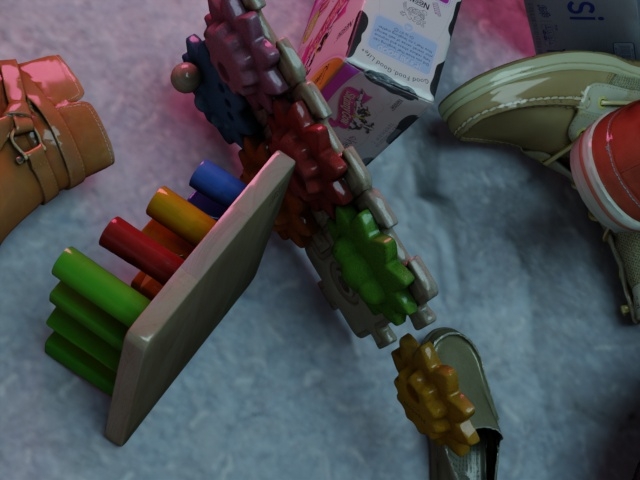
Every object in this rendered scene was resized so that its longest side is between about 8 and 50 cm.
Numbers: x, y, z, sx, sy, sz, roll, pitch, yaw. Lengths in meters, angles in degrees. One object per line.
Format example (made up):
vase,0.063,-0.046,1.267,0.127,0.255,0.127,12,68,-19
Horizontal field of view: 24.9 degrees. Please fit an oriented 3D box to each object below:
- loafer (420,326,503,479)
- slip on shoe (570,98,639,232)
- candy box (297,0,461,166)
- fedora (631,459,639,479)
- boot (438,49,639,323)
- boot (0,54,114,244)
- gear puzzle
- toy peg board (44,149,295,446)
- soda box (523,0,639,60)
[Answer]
loafer,0.104,0.131,1.031,0.056,0.050,0.148,1,71,-26
slip on shoe,0.317,-0.090,1.089,0.331,0.101,0.123,-21,83,-44
candy box,0.045,-0.174,1.053,0.071,0.159,0.233,23,62,-14
fedora,0.312,0.151,1.037,0.152,0.334,0.334,22,59,17
boot,0.223,-0.036,1.127,0.262,0.095,0.203,-1,73,-33
boot,-0.200,-0.030,0.934,0.152,0.073,0.197,-17,82,-34
gear puzzle,0.000,0.000,0.961,0.044,0.175,0.339,-30,86,-20
toy peg board,-0.103,0.022,0.917,0.079,0.161,0.160,34,59,6
soda box,0.194,-0.248,1.086,0.091,0.286,0.098,4,63,19
